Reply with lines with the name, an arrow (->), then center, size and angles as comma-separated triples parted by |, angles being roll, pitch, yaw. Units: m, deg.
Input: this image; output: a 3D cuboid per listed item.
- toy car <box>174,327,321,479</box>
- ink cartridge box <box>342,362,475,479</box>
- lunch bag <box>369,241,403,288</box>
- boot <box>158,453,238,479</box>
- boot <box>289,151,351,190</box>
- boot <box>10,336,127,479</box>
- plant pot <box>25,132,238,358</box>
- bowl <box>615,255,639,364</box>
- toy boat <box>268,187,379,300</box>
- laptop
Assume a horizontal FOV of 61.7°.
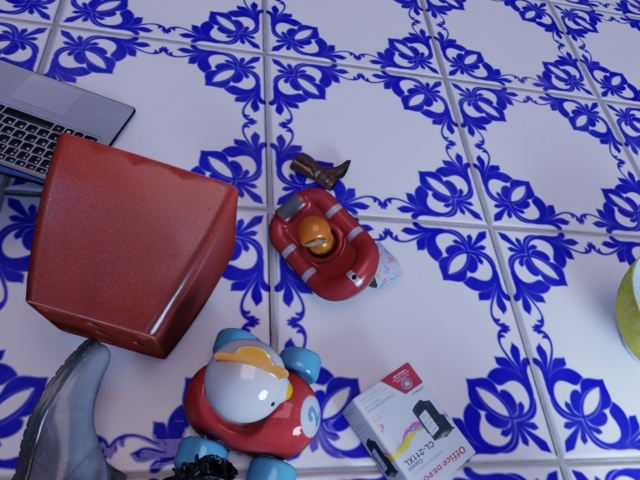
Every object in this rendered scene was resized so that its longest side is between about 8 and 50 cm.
toy car -> -0.087, 0.216, 0.763 | 0.210, 0.238, 0.219 | 17, 54, -3
ink cartridge box -> 0.140, 0.309, 0.863 | 0.127, 0.072, 0.175 | -25, 65, -29
lunch bag -> 0.110, 0.054, 1.043 | 0.071, 0.053, 0.083 | -26, 56, -30
boot -> -0.154, 0.326, 0.714 | 0.099, 0.121, 0.045 | -31, 47, 12
boot -> -0.001, -0.169, 1.179 | 0.114, 0.037, 0.106 | 31, 52, 12
boot -> -0.300, 0.320, 0.732 | 0.222, 0.118, 0.339 | 20, 60, -9
plant pot -> -0.293, 0.036, 0.834 | 0.266, 0.267, 0.236 | 17, 65, -3
bowl -> 0.694, 0.174, 1.053 | 0.289, 0.156, 0.290 | 7, 55, -10
toy boat -> 0.000, 0.000, 0.968 | 0.151, 0.151, 0.231 | -43, 71, 0
laptop -> -0.602, -0.249, 0.946 | 0.381, 0.236, 0.408 | 20, 54, -2
